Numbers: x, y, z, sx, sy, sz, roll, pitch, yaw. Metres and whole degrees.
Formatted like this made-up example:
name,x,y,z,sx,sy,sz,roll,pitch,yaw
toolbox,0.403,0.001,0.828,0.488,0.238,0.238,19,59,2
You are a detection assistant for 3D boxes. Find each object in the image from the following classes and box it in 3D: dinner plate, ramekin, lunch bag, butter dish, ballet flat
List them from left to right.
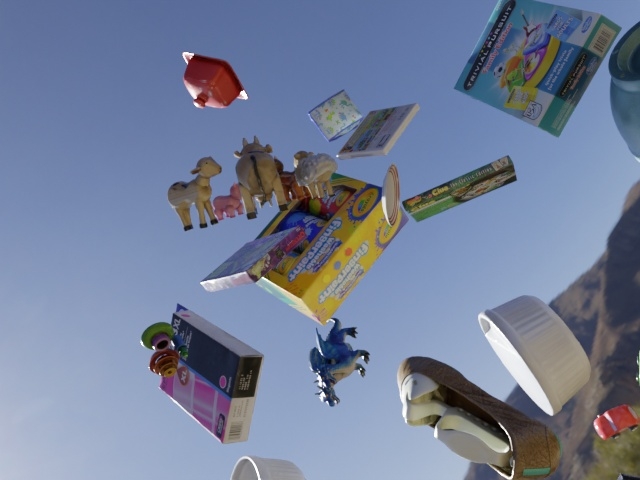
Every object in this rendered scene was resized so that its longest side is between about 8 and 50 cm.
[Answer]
name,x,y,z,sx,sy,sz,roll,pitch,yaw
butter dish,-0.299,-0.406,1.685,0.118,0.160,0.160,-63,-25,-17
ramekin,-0.101,0.533,1.249,0.109,0.207,0.207,8,-63,-25
lunch bag,0.049,-0.422,2.172,0.151,0.128,0.096,-35,-4,-23
dinner plate,0.155,-0.100,1.397,0.141,0.017,0.141,2,-90,-70
ballet flat,0.216,0.285,1.025,0.124,0.342,0.116,-8,-68,-36
ramekin,0.489,0.246,1.430,0.127,0.272,0.273,-34,-30,0

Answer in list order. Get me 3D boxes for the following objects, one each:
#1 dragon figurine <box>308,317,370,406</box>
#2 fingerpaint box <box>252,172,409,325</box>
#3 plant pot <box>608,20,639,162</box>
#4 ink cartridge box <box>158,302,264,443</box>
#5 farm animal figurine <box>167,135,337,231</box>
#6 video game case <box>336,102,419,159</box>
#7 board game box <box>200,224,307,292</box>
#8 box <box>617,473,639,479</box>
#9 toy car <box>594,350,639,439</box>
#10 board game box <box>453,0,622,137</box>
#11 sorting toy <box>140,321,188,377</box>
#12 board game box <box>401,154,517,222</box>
name,x,y,z,sx,sy,sz,roll,pitch,yaw
dragon figurine,0.021,0.259,1.483,0.144,0.289,0.085,0,-55,-20
fingerpaint box,0.000,0.000,2.045,0.444,0.371,0.163,-50,-49,-14
plant pot,0.655,-0.301,1.152,0.196,0.293,0.293,35,-91,-26
ink cartridge box,-0.254,0.262,1.320,0.069,0.371,0.175,7,-83,-38
farm animal figurine,-0.165,-0.140,1.397,0.331,0.327,0.172,-18,-81,-20
video game case,0.183,-0.345,2.007,0.026,0.206,0.227,52,-121,-30
board game box,-0.198,0.058,1.803,0.208,0.056,0.347,-47,16,-27
box,0.446,0.553,0.915,0.293,0.074,0.295,-68,-13,-55
toy car,0.754,0.350,1.443,0.053,0.239,0.224,44,-129,-53
board game box,0.481,-0.414,1.461,0.079,0.336,0.253,17,-72,-30
sorting toy,-0.234,0.172,0.964,0.061,0.042,0.101,-22,-46,-23
board game box,0.327,-0.116,1.479,0.260,0.030,0.136,-23,-16,14
